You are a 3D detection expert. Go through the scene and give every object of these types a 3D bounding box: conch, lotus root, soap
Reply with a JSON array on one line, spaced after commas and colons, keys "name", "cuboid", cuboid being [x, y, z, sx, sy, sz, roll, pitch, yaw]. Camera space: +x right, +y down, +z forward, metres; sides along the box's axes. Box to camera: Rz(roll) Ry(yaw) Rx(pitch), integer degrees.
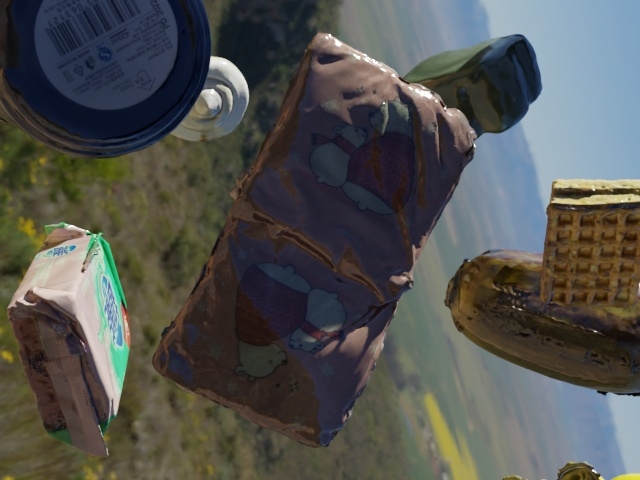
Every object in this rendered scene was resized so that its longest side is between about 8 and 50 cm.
[{"name": "conch", "cuboid": [-0.191, -0.214, 1.674, 0.255, 0.158, 0.127, -126, -158, -77]}, {"name": "lotus root", "cuboid": [0.378, 0.118, 1.607, 0.196, 0.397, 0.179, 89, 17, -73]}, {"name": "soap", "cuboid": [-0.294, 0.108, 1.315, 0.273, 0.098, 0.218, -109, -172, -74]}]

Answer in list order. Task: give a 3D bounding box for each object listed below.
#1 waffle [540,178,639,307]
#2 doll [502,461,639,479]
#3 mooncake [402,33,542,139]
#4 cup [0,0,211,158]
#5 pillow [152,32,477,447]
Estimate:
[{"name": "waffle", "cuboid": [0.273, 0.005, 1.100, 0.042, 0.102, 0.148, -84, 171, -46]}, {"name": "doll", "cuboid": [0.259, 0.257, 0.938, 0.221, 0.135, 0.143, 21, 55, -39]}, {"name": "mooncake", "cuboid": [0.184, -0.189, 1.360, 0.104, 0.168, 0.175, 58, -3, -21]}, {"name": "cup", "cuboid": [-0.212, -0.196, 0.862, 0.256, 0.178, 0.255, 25, -39, 65]}, {"name": "pillow", "cuboid": [0.000, 0.000, 0.719, 0.248, 0.135, 0.049, -65, -174, -5]}]
